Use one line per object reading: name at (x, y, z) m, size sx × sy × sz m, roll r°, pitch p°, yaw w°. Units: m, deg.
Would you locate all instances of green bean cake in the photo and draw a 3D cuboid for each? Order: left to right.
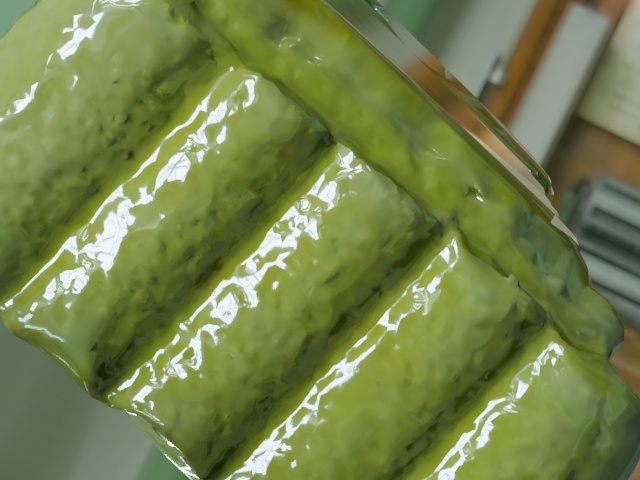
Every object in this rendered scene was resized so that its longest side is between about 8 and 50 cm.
green bean cake at (0.000, 0.000, 0.623) m, size 0.124 × 0.233 × 0.236 m, roll -44°, pitch 7°, yaw 9°
